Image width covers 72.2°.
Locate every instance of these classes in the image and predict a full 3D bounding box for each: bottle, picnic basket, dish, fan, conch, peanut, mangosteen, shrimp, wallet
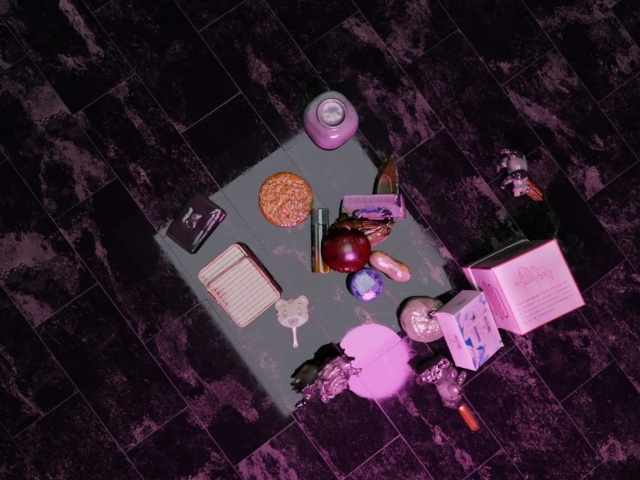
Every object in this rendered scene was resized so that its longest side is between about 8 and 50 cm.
[{"bbox_3d":[0.000,0.000,1.933,0.082,0.082,0.285,-1,88,-3],"label":"bottle"},{"bbox_3d":[-0.342,0.182,1.859,0.228,0.175,0.312,-38,90,-3],"label":"picnic basket"},{"bbox_3d":[0.048,-0.545,1.941,0.257,0.117,0.256,0,88,-3],"label":"dish"},{"bbox_3d":[-0.119,0.362,1.947,0.153,0.008,0.226,-7,87,-4],"label":"fan"},{"bbox_3d":[0.020,0.590,1.836,0.313,0.241,0.186,-20,75,9],"label":"conch"},{"bbox_3d":[0.308,0.116,1.943,0.207,0.087,0.087,30,86,-1],"label":"peanut"},{"bbox_3d":[0.108,0.007,1.835,0.215,0.215,0.257,5,75,-3],"label":"mangosteen"},{"bbox_3d":[0.200,-0.030,1.958,0.295,0.062,0.153,-22,83,-2],"label":"shrimp"},{"bbox_3d":[-0.551,-0.077,1.924,0.169,0.052,0.245,37,89,2],"label":"wallet"}]

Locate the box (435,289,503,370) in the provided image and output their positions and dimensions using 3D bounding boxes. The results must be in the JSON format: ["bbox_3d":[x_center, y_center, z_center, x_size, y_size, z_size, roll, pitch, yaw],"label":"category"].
[{"bbox_3d":[0.639,0.380,1.880,0.203,0.116,0.274,-30,103,-28],"label":"box"}]

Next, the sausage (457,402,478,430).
[{"bbox_3d":[0.657,0.790,1.957,0.039,0.041,0.131,-33,90,-9],"label":"sausage"}]

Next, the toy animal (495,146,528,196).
[{"bbox_3d":[0.874,-0.307,1.979,0.121,0.094,0.225,-1,69,-4],"label":"toy animal"}]

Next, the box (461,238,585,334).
[{"bbox_3d":[0.849,0.187,1.863,0.315,0.300,0.312,-24,90,-4],"label":"box"}]

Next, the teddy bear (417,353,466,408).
[{"bbox_3d":[0.557,0.605,1.913,0.251,0.144,0.171,44,72,-4],"label":"teddy bear"}]

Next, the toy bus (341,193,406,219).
[{"bbox_3d":[0.230,-0.141,1.897,0.274,0.090,0.112,1,86,22],"label":"toy bus"}]

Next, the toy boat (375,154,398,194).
[{"bbox_3d":[0.298,-0.249,1.956,0.109,0.099,0.292,3,88,23],"label":"toy boat"}]

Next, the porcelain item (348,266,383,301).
[{"bbox_3d":[0.197,0.190,1.920,0.147,0.114,0.147,0,89,-3],"label":"porcelain item"}]

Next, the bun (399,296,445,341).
[{"bbox_3d":[0.461,0.348,1.931,0.222,0.108,0.221,0,88,-3],"label":"bun"}]

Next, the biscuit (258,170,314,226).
[{"bbox_3d":[-0.155,-0.182,1.955,0.254,0.035,0.253,0,88,-3],"label":"biscuit"}]

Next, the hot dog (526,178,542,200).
[{"bbox_3d":[0.967,-0.236,2.019,0.144,0.038,0.062,43,85,-1],"label":"hot dog"}]
